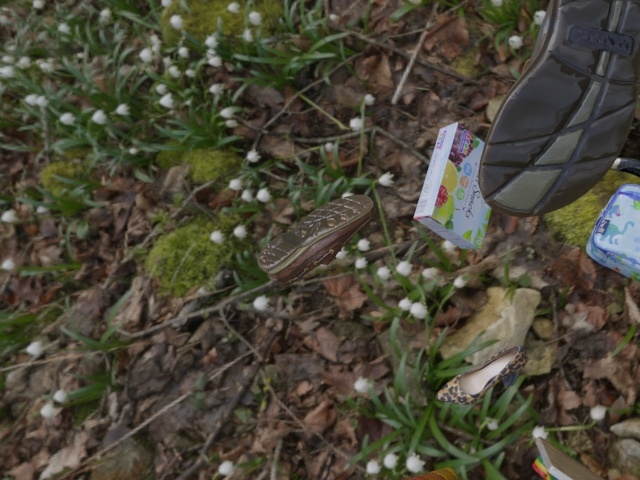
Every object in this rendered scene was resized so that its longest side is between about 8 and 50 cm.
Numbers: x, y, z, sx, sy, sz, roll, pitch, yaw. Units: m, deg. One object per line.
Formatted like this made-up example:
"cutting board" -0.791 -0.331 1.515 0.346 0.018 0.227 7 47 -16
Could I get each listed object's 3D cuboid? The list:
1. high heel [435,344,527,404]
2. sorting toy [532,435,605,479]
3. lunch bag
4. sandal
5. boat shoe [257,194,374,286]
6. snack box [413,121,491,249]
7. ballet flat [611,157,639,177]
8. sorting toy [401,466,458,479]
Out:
"high heel" 0.453 0.373 1.593 0.186 0.261 0.093 88 165 -45
"sorting toy" 0.789 0.763 1.755 0.257 0.255 0.089 33 98 10
"lunch bag" 0.658 -0.004 1.107 0.219 0.090 0.176 31 77 24
"sandal" 0.175 -0.121 0.401 0.090 0.060 0.219 14 97 3
"boat shoe" 0.000 0.000 0.782 0.178 0.060 0.064 -34 37 -2
"snack box" 0.188 -0.071 0.755 0.037 0.100 0.141 -6 60 56
"ballet flat" 0.803 -0.170 1.419 0.173 0.057 0.049 18 87 -1
"sorting toy" 0.243 0.465 0.793 0.365 0.126 0.127 47 137 18
